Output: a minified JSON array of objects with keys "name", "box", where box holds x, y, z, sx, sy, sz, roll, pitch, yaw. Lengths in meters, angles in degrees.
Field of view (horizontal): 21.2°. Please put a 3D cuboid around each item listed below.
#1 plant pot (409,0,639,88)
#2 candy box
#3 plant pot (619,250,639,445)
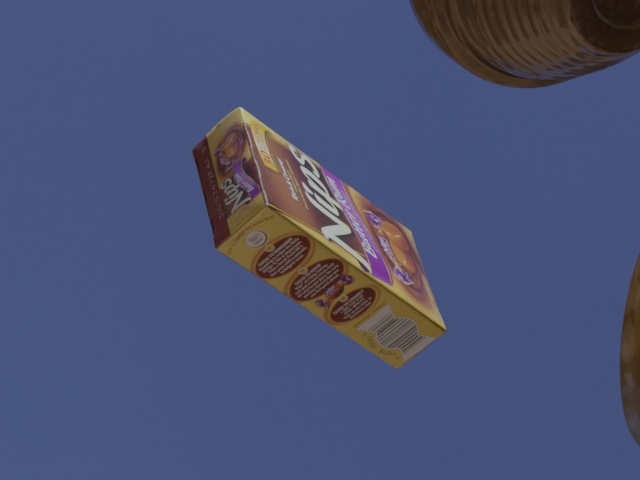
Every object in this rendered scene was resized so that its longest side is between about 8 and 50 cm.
[{"name":"plant pot","box":[0.183,-0.201,1.153,0.110,0.237,0.237,43,-19,49]},{"name":"candy box","box":[0.000,0.000,1.176,0.053,0.109,0.186,-41,-51,21]},{"name":"plant pot","box":[0.329,0.077,1.575,0.032,0.236,0.236,9,-41,-8]}]
